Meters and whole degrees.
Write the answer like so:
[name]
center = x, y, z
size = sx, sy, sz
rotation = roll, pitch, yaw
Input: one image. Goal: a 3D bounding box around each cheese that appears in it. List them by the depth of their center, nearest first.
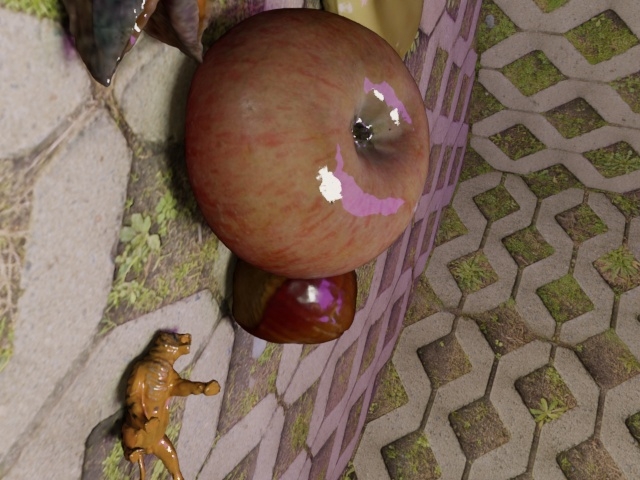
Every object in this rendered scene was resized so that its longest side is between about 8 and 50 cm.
[cheese]
center = 0.111, -0.449, 1.006
size = 0.259, 0.128, 0.316
rotation = -62, 151, -11

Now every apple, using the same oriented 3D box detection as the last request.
[apple]
center = -0.006, -0.122, 0.662
size = 0.345, 0.270, 0.344
rotation = -11, 103, -57

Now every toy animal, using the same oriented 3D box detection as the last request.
[toy animal]
center = -0.227, 0.257, 0.692
size = 0.114, 0.116, 0.255
rotation = 3, 109, -45

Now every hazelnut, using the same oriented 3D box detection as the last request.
[hazelnut]
center = -0.033, 0.063, 0.864
size = 0.229, 0.230, 0.229
rotation = 15, 90, -70

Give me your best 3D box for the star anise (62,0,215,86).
[star anise]
center = -0.157, -0.294, 0.428
size = 0.332, 0.118, 0.331
rotation = -42, 144, -41
